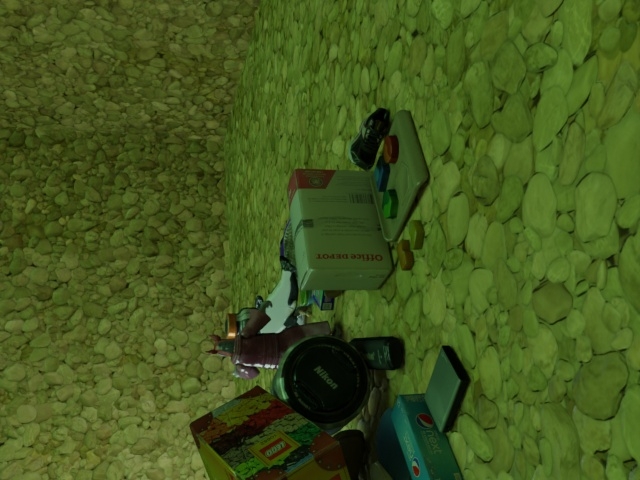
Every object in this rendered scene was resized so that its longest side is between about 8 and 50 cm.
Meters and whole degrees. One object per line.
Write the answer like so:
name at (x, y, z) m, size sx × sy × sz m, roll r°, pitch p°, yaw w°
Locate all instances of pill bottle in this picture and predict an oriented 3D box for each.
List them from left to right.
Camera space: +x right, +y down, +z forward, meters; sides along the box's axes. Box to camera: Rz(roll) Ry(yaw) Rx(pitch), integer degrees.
pill bottle at (-0.207, 0.297, 2.421) m, size 0.130 × 0.245 × 0.130 m, roll -178°, pitch 90°, yaw -73°

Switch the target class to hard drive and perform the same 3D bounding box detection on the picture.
hard drive at (0.234, 0.277, 1.301) m, size 0.094 × 0.022 × 0.135 m, roll -112°, pitch 28°, yaw -54°

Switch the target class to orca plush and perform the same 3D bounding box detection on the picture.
orca plush at (-0.128, 0.182, 2.278) m, size 0.102 × 0.151 × 0.287 m, roll -43°, pitch -40°, yaw -64°

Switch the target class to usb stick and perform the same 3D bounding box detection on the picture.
usb stick at (0.124, 0.266, 1.642) m, size 0.278 × 0.045 × 0.077 m, roll 152°, pitch 116°, yaw -71°

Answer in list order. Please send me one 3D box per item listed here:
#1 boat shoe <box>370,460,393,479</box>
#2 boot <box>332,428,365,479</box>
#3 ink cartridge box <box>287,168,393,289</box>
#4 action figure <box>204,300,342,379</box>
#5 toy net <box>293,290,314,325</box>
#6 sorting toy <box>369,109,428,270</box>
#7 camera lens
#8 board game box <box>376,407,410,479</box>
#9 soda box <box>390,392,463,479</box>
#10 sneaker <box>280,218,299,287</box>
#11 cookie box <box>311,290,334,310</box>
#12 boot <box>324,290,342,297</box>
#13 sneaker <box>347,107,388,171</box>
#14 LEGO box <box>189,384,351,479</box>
boat shoe at (0.140, 0.583, 1.468) m, size 0.277 × 0.096 × 0.098 m, roll -109°, pitch 26°, yaw -51°
boot at (0.088, 0.627, 1.682) m, size 0.269 × 0.089 × 0.236 m, roll -107°, pitch 16°, yaw -44°
ink cartridge box at (0.039, -0.026, 1.668) m, size 0.117 × 0.207 × 0.283 m, roll 115°, pitch 152°, yaw -56°
action figure at (-0.138, 0.324, 1.955) m, size 0.276 × 0.370 × 0.248 m, roll -130°, pitch 45°, yaw -68°
toy net at (-0.059, 0.199, 2.280) m, size 0.232 × 0.045 × 0.122 m, roll 112°, pitch 154°, yaw -51°
sorting toy at (0.169, -0.103, 1.525) m, size 0.229 × 0.041 × 0.307 m, roll 112°, pitch 154°, yaw -51°
camera lens at (-0.007, 0.361, 1.689) m, size 0.274 × 0.219 × 0.219 m, roll 111°, pitch 156°, yaw -65°
board game box at (0.172, 0.440, 1.489) m, size 0.168 × 0.033 × 0.133 m, roll -148°, pitch 66°, yaw -66°
soda box at (0.200, 0.396, 1.327) m, size 0.210 × 0.067 × 0.071 m, roll -107°, pitch 24°, yaw -48°
sneaker at (-0.088, 0.002, 2.295) m, size 0.146 × 0.102 × 0.293 m, roll -110°, pitch 27°, yaw -54°
cookie box at (0.009, 0.144, 2.058) m, size 0.107 × 0.040 × 0.092 m, roll -127°, pitch 40°, yaw -66°
boot at (0.001, 0.000, 1.908) m, size 0.295 × 0.104 × 0.211 m, roll 86°, pitch 168°, yaw -50°
sneaker at (0.116, -0.244, 1.616) m, size 0.077 × 0.072 × 0.178 m, roll -50°, pitch 22°, yaw 51°
LEGO box at (-0.066, 0.625, 1.535) m, size 0.372 × 0.193 × 0.500 m, roll 15°, pitch 126°, yaw 57°
